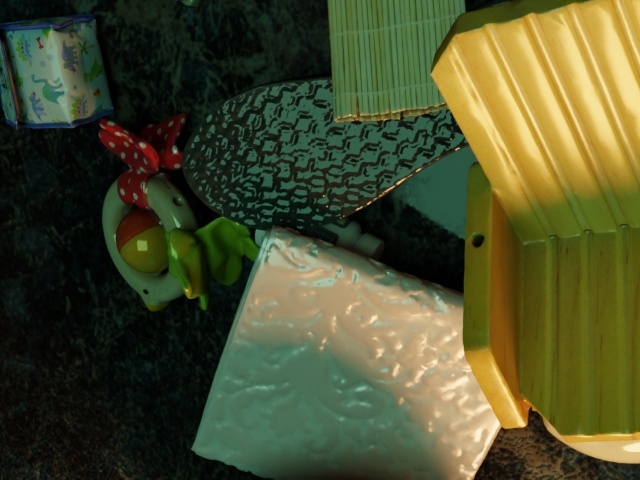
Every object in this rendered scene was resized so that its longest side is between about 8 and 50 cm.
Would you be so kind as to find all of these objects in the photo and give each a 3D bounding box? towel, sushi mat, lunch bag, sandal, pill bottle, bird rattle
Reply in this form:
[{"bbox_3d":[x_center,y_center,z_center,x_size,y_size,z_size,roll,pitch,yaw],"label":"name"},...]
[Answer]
[{"bbox_3d":[0.048,0.167,1.291,0.331,0.053,0.317,20,117,-4],"label":"towel"},{"bbox_3d":[0.073,-0.281,1.159,0.151,0.019,0.317,-7,81,22],"label":"sushi mat"},{"bbox_3d":[-0.342,-0.205,1.371,0.151,0.096,0.129,5,110,35],"label":"lunch bag"},{"bbox_3d":[0.065,-0.130,1.237,0.445,0.107,0.168,-19,97,12],"label":"sandal"},{"bbox_3d":[0.000,0.000,1.301,0.137,0.078,0.078,27,113,13],"label":"pill bottle"},{"bbox_3d":[-0.204,-0.020,1.355,0.253,0.143,0.207,50,132,5],"label":"bird rattle"}]

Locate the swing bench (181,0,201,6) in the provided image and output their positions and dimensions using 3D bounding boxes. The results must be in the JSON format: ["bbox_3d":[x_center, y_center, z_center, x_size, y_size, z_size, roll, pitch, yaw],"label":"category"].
[{"bbox_3d":[-0.164,-0.381,1.141,0.254,0.253,0.165,-37,78,27],"label":"swing bench"}]

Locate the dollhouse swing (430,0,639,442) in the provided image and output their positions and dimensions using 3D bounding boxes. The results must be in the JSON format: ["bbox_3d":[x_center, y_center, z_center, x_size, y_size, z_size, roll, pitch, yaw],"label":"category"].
[{"bbox_3d":[0.274,-0.017,1.000,0.346,0.305,0.315,-8,62,28],"label":"dollhouse swing"}]

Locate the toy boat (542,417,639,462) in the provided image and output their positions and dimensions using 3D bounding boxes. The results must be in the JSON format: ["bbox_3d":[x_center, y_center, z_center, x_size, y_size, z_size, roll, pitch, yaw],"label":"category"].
[{"bbox_3d":[0.380,0.183,1.166,0.267,0.148,0.318,-35,69,24],"label":"toy boat"}]
